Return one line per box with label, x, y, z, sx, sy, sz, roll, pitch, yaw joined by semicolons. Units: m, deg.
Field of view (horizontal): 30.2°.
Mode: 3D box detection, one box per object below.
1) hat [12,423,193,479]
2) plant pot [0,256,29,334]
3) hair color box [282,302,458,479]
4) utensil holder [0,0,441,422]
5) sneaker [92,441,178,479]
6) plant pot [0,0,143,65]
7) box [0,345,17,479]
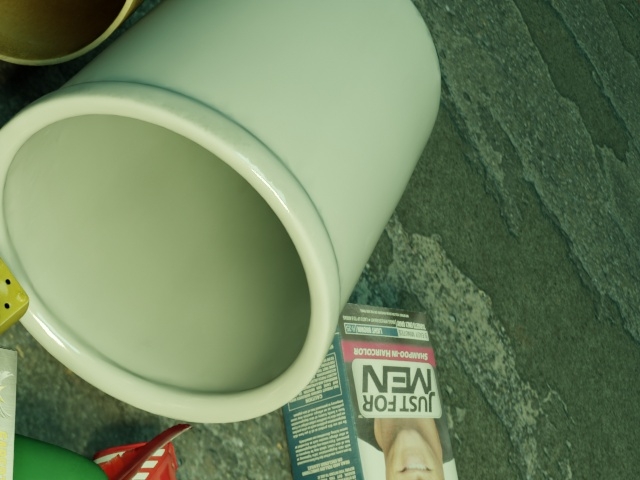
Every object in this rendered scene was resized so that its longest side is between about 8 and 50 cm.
hat;-0.174;0.216;0.924;0.183;0.173;0.208;10;65;-18
plant pot;-0.292;0.052;0.985;0.081;0.083;0.081;57;38;-12
hair color box;0.061;0.250;1.297;0.174;0.105;0.347;9;66;-48
utensil holder;-0.078;-0.078;1.118;0.327;0.328;0.385;53;38;-17
sneaker;-0.123;0.256;1.087;0.221;0.087;0.128;38;47;-34
plant pot;-0.235;-0.312;1.158;0.237;0.237;0.254;60;23;-10
box;-0.290;0.202;0.830;0.056;0.183;0.231;21;56;-44
